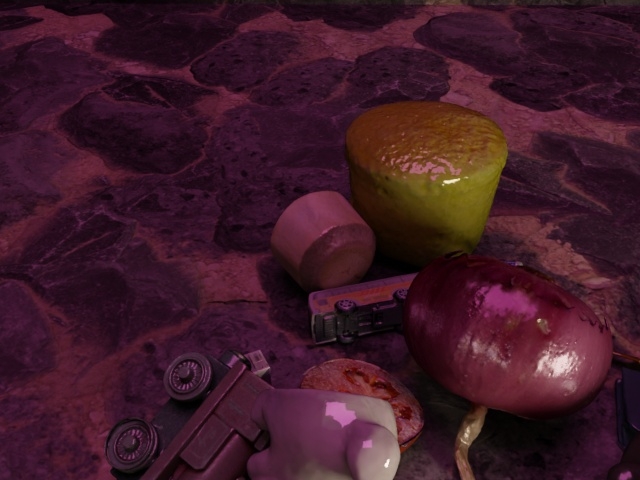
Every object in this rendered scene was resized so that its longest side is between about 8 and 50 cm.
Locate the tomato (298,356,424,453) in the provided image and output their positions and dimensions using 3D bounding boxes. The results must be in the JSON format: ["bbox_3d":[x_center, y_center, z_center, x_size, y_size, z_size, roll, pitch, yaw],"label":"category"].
[{"bbox_3d":[0.063,0.300,1.254,0.225,0.085,0.225,12,28,-6],"label":"tomato"}]

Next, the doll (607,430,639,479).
[{"bbox_3d":[0.584,0.403,1.010,0.382,0.252,0.378,-12,45,6],"label":"doll"}]

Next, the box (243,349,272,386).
[{"bbox_3d":[-0.110,0.252,1.304,0.036,0.117,0.050,-19,40,-18],"label":"box"}]

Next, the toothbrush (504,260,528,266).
[{"bbox_3d":[0.410,0.065,1.459,0.030,0.030,0.304,24,3,27],"label":"toothbrush"}]

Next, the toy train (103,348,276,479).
[{"bbox_3d":[-0.187,0.323,1.157,0.221,0.150,0.304,31,71,28],"label":"toy train"}]

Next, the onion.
[{"bbox_3d":[0.292,0.176,1.262,0.345,0.358,0.358,-44,40,14],"label":"onion"}]

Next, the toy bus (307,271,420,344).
[{"bbox_3d":[0.102,0.133,1.477,0.268,0.092,0.106,-10,31,-12],"label":"toy bus"}]

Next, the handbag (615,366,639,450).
[{"bbox_3d":[0.639,0.304,1.278,0.229,0.062,0.179,10,40,12],"label":"handbag"}]

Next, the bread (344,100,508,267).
[{"bbox_3d":[0.220,-0.128,1.621,0.348,0.308,0.348,1,39,-1],"label":"bread"}]

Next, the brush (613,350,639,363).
[{"bbox_3d":[0.558,0.215,1.403,0.218,0.010,0.082,14,2,26],"label":"brush"}]

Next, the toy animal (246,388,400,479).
[{"bbox_3d":[-0.005,0.382,0.995,0.196,0.367,0.241,17,-7,-25],"label":"toy animal"}]

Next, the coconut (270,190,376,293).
[{"bbox_3d":[0.000,0.000,1.555,0.202,0.202,0.222,-20,47,-23],"label":"coconut"}]
